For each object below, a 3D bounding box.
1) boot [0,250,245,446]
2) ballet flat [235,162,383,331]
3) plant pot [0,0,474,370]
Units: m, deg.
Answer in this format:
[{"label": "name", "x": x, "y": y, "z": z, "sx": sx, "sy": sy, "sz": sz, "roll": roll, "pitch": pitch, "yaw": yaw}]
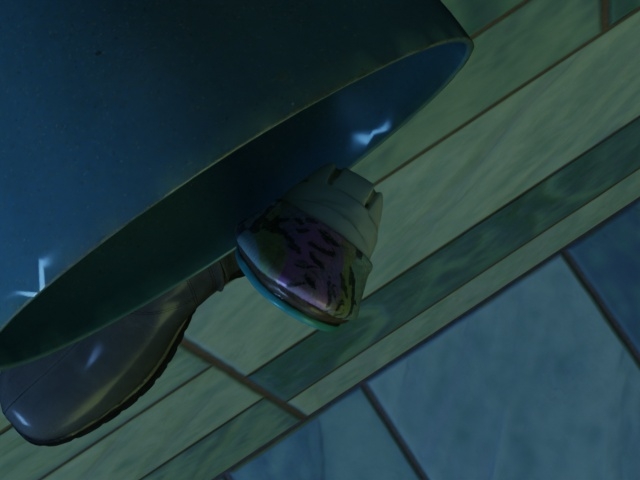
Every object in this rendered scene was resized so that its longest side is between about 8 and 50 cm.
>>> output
[{"label": "boot", "x": -0.155, "y": 0.016, "z": 1.342, "sx": 0.338, "sy": 0.118, "sz": 0.223, "roll": -45, "pitch": 162, "yaw": 2}, {"label": "ballet flat", "x": 0.000, "y": 0.000, "z": 0.923, "sx": 0.079, "sy": 0.077, "sz": 0.221, "roll": -52, "pitch": 179, "yaw": 0}, {"label": "plant pot", "x": -0.096, "y": -0.095, "z": 0.872, "sx": 0.290, "sy": 0.195, "sz": 0.290, "roll": -33, "pitch": 175, "yaw": -3}]
